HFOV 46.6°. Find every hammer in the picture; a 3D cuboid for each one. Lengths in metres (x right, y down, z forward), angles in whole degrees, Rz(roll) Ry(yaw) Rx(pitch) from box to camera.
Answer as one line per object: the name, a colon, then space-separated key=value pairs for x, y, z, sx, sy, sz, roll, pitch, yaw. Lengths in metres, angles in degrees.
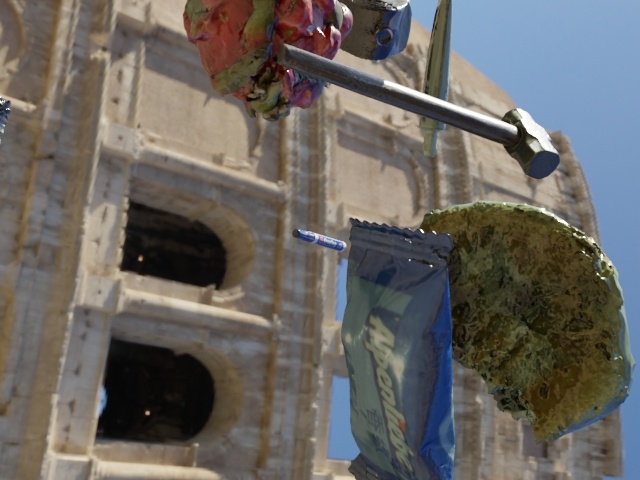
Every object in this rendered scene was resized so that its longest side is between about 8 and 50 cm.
hammer: x=0.119 y=-0.161 z=0.891 sx=0.111 sy=0.365 sz=0.043 roll=-102 pitch=-147 yaw=-50

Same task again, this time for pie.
pie: x=0.247 y=0.095 z=1.008 sx=0.371 sy=0.078 sz=0.296 roll=24 pitch=-88 yaw=29

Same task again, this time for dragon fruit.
dragon fruit: x=-0.074 y=-0.310 z=1.092 sx=0.237 sy=0.231 sz=0.302 roll=-26 pitch=-143 yaw=24

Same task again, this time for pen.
pen: x=0.000 y=0.000 z=1.582 sx=0.025 sy=0.204 sz=0.025 roll=-5 pitch=-101 yaw=28

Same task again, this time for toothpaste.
toothpaste: x=0.164 y=-0.243 z=1.026 sx=0.067 sy=0.037 sz=0.255 roll=-76 pitch=171 yaw=-82

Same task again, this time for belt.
belt: x=0.092 y=-0.500 z=1.665 sx=0.289 sy=0.184 sz=0.164 roll=-117 pitch=-154 yaw=-48

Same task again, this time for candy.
candy: x=0.079 y=0.140 z=0.791 sx=0.187 sy=0.077 sz=0.331 roll=18 pitch=-63 yaw=57

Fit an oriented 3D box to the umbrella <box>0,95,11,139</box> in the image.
umbrella: x=-0.467 y=-0.115 z=1.021 sx=0.046 sy=0.050 sz=0.188 roll=-12 pitch=-116 yaw=34
